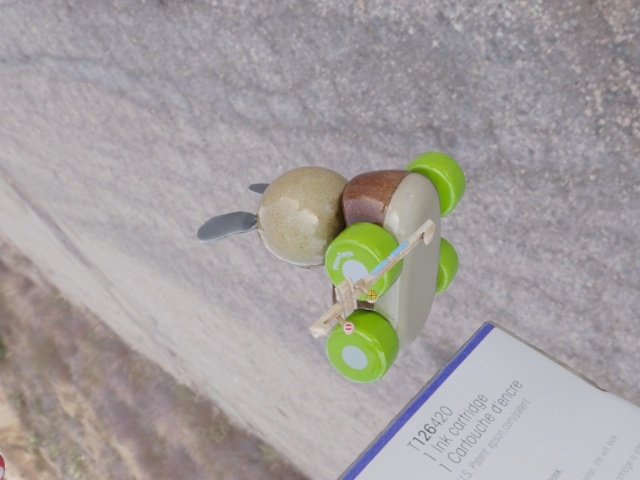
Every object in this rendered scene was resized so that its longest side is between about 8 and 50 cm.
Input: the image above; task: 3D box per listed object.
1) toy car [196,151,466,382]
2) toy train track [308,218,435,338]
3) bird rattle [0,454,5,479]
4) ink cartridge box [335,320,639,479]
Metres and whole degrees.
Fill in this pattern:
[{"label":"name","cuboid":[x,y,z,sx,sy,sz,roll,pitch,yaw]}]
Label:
[{"label":"toy car","cuboid":[0.000,0.000,0.652,0.188,0.155,0.149,16,125,24]},{"label":"toy train track","cuboid":[0.030,0.022,0.406,0.014,0.083,0.048,44,168,20]},{"label":"bird rattle","cuboid":[-0.249,0.177,0.341,0.143,0.253,0.207,25,158,12]},{"label":"ink cartridge box","cuboid":[0.112,0.202,0.293,0.307,0.303,0.072,27,138,31]}]
